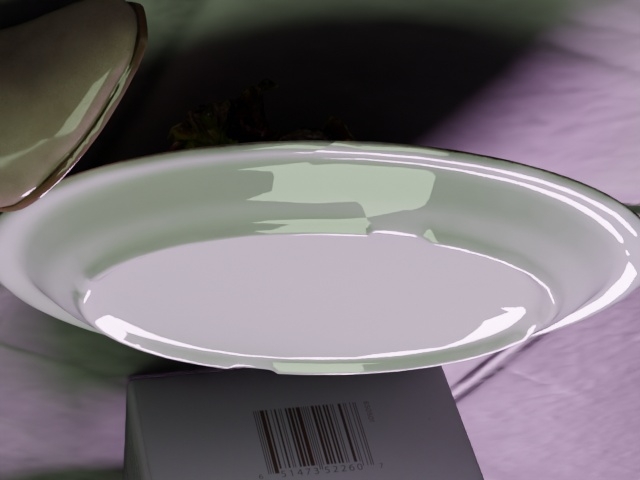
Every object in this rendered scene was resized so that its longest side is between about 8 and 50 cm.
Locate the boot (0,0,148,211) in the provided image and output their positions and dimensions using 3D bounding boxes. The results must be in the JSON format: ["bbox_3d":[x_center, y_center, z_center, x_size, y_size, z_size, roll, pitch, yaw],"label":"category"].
[{"bbox_3d":[-0.109,-0.034,0.433,0.087,0.042,0.118,19,138,-36],"label":"boot"}]

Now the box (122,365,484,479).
[{"bbox_3d":[-0.012,0.140,0.740,0.130,0.091,0.170,-5,133,-13],"label":"box"}]

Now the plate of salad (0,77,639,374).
[{"bbox_3d":[0.000,0.000,0.546,0.199,0.048,0.200,1,160,0],"label":"plate of salad"}]
